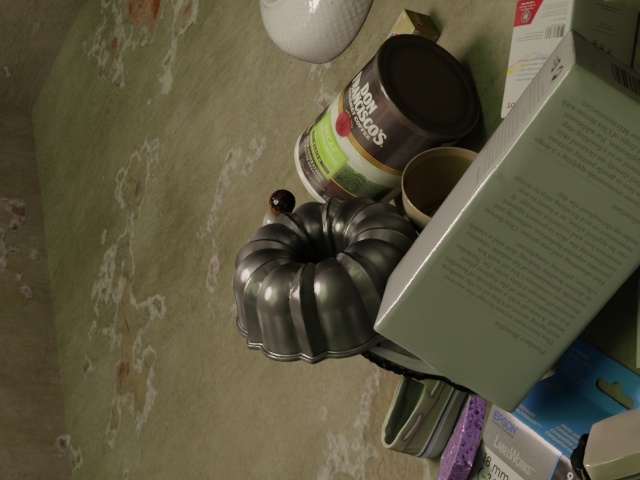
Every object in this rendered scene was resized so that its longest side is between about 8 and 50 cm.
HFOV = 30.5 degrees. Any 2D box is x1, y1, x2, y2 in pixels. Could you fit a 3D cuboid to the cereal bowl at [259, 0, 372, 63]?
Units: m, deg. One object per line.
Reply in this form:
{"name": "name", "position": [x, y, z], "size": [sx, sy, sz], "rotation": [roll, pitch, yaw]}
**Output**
{"name": "cereal bowl", "position": [-0.028, -0.533, 2.366], "size": [0.339, 0.141, 0.339], "rotation": [-19, 68, 56]}

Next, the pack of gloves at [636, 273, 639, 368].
{"name": "pack of gloves", "position": [0.476, 0.040, 1.496], "size": [0.195, 0.046, 0.232], "rotation": [147, 129, -65]}

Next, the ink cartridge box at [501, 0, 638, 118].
{"name": "ink cartridge box", "position": [0.353, -0.248, 1.669], "size": [0.128, 0.127, 0.176], "rotation": [8, 89, 59]}

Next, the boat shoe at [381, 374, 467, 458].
{"name": "boat shoe", "position": [0.182, 0.211, 1.869], "size": [0.109, 0.094, 0.302], "rotation": [32, 110, 57]}

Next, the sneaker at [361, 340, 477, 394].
{"name": "sneaker", "position": [0.170, 0.162, 1.790], "size": [0.100, 0.271, 0.108], "rotation": [72, -148, -77]}

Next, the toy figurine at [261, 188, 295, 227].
{"name": "toy figurine", "position": [0.000, 0.000, 2.112], "size": [0.209, 0.213, 0.148], "rotation": [-110, 27, -44]}

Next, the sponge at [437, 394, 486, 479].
{"name": "sponge", "position": [0.203, 0.330, 1.752], "size": [0.210, 0.031, 0.117], "rotation": [100, -173, -53]}

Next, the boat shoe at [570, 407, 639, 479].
{"name": "boat shoe", "position": [0.479, 0.256, 1.368], "size": [0.340, 0.158, 0.127], "rotation": [-22, 20, 32]}

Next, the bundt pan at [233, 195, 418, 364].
{"name": "bundt pan", "position": [0.009, 0.041, 1.818], "size": [0.331, 0.331, 0.124], "rotation": [42, 154, 55]}

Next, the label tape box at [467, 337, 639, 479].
{"name": "label tape box", "position": [0.323, 0.319, 1.598], "size": [0.240, 0.106, 0.334], "rotation": [36, 114, 56]}

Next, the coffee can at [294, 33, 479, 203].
{"name": "coffee can", "position": [0.108, -0.187, 1.990], "size": [0.275, 0.201, 0.201], "rotation": [-43, 47, 47]}

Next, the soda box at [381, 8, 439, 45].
{"name": "soda box", "position": [0.138, -0.322, 2.113], "size": [0.181, 0.058, 0.061], "rotation": [-57, 39, 34]}

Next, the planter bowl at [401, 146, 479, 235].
{"name": "planter bowl", "position": [0.204, -0.053, 1.862], "size": [0.109, 0.162, 0.162], "rotation": [94, 163, -50]}

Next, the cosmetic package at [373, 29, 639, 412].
{"name": "cosmetic package", "position": [0.289, -0.018, 1.545], "size": [0.453, 0.230, 0.161], "rotation": [-55, 6, 27]}
